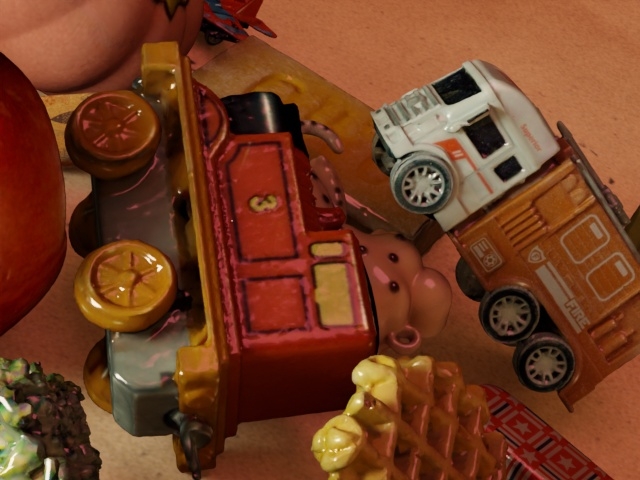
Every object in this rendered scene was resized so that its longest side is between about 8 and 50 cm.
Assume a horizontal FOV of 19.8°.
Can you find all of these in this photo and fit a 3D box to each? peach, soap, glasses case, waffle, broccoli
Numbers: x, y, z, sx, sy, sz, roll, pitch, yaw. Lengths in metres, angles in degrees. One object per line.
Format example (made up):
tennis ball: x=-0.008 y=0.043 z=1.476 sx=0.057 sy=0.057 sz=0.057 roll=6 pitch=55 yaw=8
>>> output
peach: x=-0.330 y=-0.018 z=1.366 sx=0.275 sy=0.248 sz=0.245 roll=-17 pitch=69 yaw=-26
soap: x=-0.004 y=-0.078 z=1.775 sx=0.274 sy=0.089 sz=0.173 roll=33 pitch=37 yaw=12
glasses case: x=-0.187 y=-0.102 z=1.681 sx=0.170 sy=0.041 sz=0.064 roll=-5 pitch=76 yaw=-6
waffle: x=0.077 y=0.209 z=1.389 sx=0.253 sy=0.056 sz=0.249 roll=2 pitch=79 yaw=-56
glasses case: x=0.189 y=0.201 z=1.559 sx=0.194 sy=0.049 sz=0.073 roll=40 pitch=39 yaw=21
broccoli: x=-0.281 y=0.193 z=1.244 sx=0.275 sy=0.177 sz=0.198 roll=-15 pitch=82 yaw=-6

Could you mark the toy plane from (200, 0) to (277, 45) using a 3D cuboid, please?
toy plane: x=-0.141 y=-0.247 z=1.939 sx=0.189 sy=0.061 sz=0.130 roll=-3 pitch=44 yaw=-28

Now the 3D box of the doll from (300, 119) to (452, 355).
doll: x=-0.002 y=0.000 z=1.612 sx=0.154 sy=0.119 sz=0.278 roll=-21 pitch=60 yaw=-21

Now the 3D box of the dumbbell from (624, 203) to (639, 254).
dumbbell: x=0.440 y=0.061 z=1.846 sx=0.302 sy=0.108 sz=0.121 roll=27 pitch=35 yaw=3

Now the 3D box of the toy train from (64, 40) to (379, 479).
toy train: x=-0.084 y=0.020 z=1.461 sx=0.232 sy=0.163 sz=0.369 roll=-3 pitch=56 yaw=-10

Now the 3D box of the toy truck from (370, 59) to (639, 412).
toy truck: x=0.179 y=-0.015 z=1.617 sx=0.305 sy=0.162 sz=0.136 roll=54 pitch=5 yaw=-19

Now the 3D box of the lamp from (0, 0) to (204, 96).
lamp: x=-0.215 y=-0.281 z=1.730 sx=0.305 sy=0.240 sz=0.305 roll=33 pitch=50 yaw=-51
